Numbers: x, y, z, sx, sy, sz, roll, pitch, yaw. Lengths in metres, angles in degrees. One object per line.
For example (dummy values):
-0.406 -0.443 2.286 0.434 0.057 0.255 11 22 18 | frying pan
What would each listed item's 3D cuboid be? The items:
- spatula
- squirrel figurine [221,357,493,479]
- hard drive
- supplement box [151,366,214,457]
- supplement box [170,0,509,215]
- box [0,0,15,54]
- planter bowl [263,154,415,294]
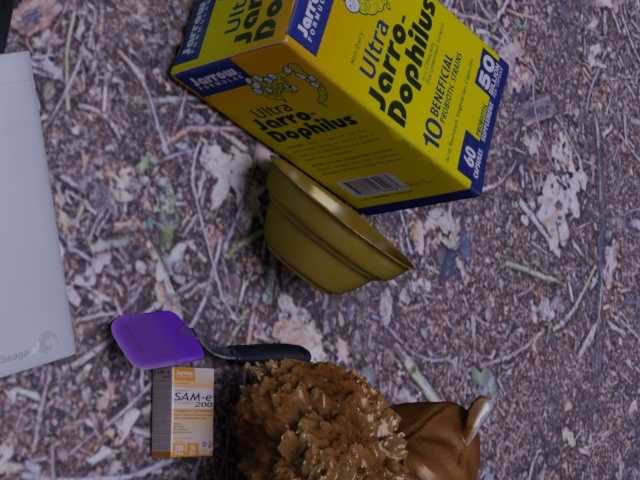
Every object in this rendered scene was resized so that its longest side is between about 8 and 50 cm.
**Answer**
-0.112 0.120 1.573 0.296 0.084 0.030 13 120 -50 | spatula
0.065 0.293 1.577 0.397 0.281 0.370 58 43 -29 | squirrel figurine
-0.346 -0.016 1.327 0.203 0.040 0.308 -16 103 -42 | hard drive
-0.151 0.189 1.531 0.062 0.036 0.098 7 80 -45 | supplement box
0.033 -0.202 1.649 0.356 0.195 0.194 33 61 -37 | supplement box
-0.384 -0.243 1.346 0.184 0.045 0.191 21 71 -40 | box
0.000 0.000 1.636 0.217 0.217 0.090 34 98 -37 | planter bowl
